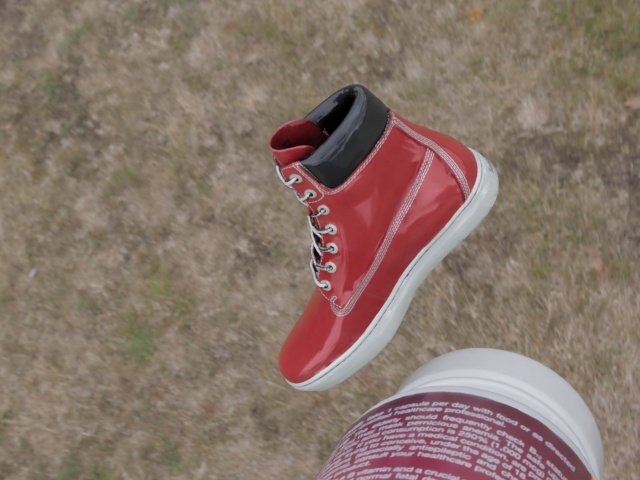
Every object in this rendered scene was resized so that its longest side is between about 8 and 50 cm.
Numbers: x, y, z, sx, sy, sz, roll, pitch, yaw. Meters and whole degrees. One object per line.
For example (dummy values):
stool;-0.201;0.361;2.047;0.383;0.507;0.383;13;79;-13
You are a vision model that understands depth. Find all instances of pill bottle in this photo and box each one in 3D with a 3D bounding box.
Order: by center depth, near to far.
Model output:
pill bottle;0.082;0.240;0.799;0.224;0.392;0.224;7;112;18

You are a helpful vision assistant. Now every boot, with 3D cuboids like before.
boot;0.000;0.000;0.883;0.244;0.176;0.088;-54;34;17
